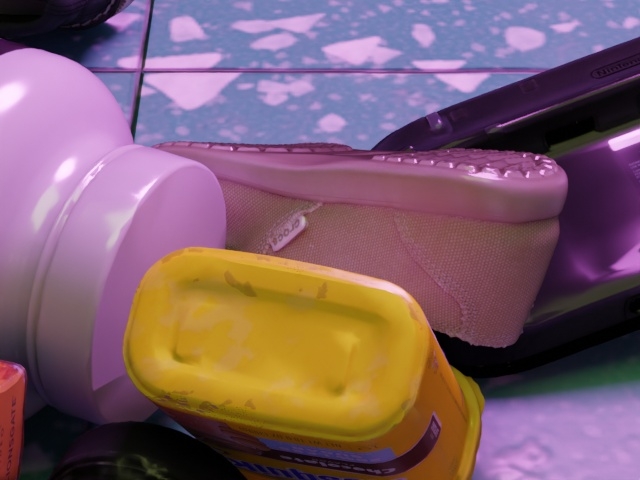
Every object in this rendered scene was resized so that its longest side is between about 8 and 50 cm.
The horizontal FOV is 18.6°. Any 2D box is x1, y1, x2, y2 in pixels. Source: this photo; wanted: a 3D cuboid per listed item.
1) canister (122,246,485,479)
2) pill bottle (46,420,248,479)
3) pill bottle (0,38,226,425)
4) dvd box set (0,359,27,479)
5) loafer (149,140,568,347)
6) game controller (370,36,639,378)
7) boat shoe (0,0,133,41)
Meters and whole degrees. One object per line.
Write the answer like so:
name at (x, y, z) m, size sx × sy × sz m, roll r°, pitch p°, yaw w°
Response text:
canister at (-0.004, 0.062, 0.811) m, size 0.126 × 0.170 × 0.073 m, roll 10°, pitch 75°, yaw 14°
pill bottle at (-0.099, 0.173, 0.720) m, size 0.123 × 0.122 × 0.219 m, roll 13°, pitch 41°, yaw 15°
pill bottle at (-0.214, -0.019, 0.911) m, size 0.323 × 0.181 × 0.181 m, roll 17°, pitch 42°, yaw 19°
dvd box set at (-0.308, 0.093, 0.628) m, size 0.308 × 0.062 × 0.420 m, roll 10°, pitch 13°, yaw 10°
loafer at (0.000, 0.000, 0.927) m, size 0.102 × 0.092 × 0.268 m, roll -2°, pitch 5°, yaw -41°
game controller at (0.179, -0.037, 0.991) m, size 0.319 × 0.067 × 0.166 m, roll -20°, pitch 56°, yaw -2°
boat shoe at (-0.280, -0.183, 1.157) m, size 0.340 × 0.127 × 0.113 m, roll 18°, pitch 30°, yaw 8°
